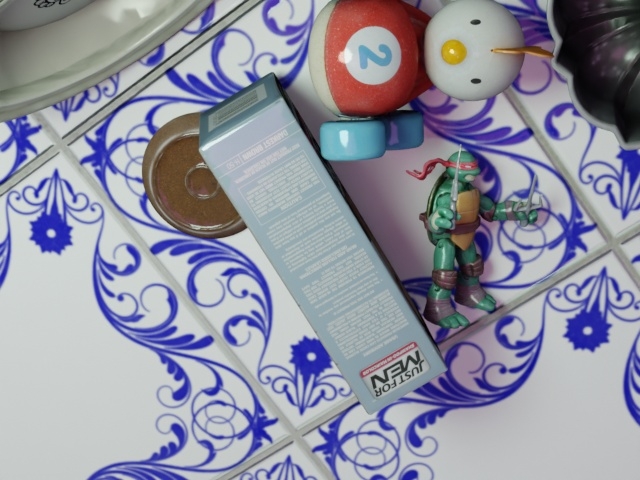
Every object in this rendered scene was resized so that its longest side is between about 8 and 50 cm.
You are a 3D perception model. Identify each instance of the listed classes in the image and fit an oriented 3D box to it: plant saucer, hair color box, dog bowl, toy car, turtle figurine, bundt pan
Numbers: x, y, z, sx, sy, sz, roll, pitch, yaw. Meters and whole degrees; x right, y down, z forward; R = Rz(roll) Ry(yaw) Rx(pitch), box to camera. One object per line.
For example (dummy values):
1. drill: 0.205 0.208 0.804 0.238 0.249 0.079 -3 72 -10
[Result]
1. plant saucer: -0.145 -0.077 1.480 0.168 0.029 0.169 2 110 5
2. hair color box: 0.000 0.000 1.392 0.113 0.185 0.375 -30 108 4
3. dog bowl: -0.263 -0.291 1.232 0.408 0.408 0.150 -34 87 17
4. toy car: 0.128 -0.204 1.275 0.237 0.210 0.219 2 101 27
5. turtle figurine: 0.178 -0.020 1.423 0.175 0.118 0.234 -12 117 -33
6. bundt pan: 0.409 -0.258 1.296 0.330 0.124 0.331 2 110 5
